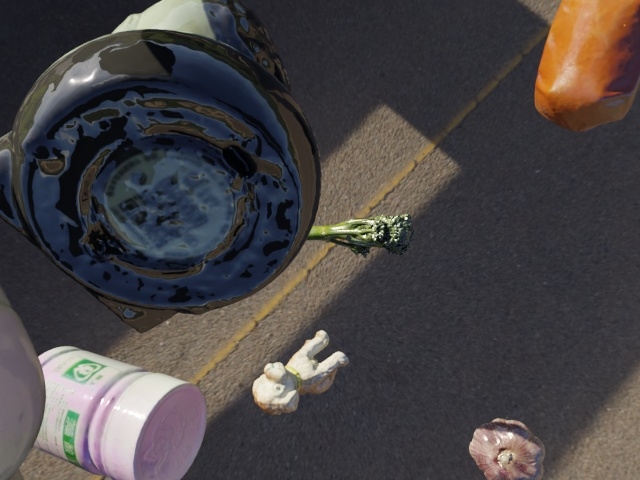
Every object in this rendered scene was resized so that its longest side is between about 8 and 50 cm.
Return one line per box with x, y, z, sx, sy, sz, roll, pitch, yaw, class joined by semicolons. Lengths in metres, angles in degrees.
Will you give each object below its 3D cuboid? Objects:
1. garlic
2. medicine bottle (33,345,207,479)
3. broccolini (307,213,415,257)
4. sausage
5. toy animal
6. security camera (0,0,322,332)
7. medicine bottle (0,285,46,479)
0.410;0.467;1.194;0.159;0.102;0.147;23;81;27;garlic
-0.414;0.342;1.065;0.325;0.212;0.212;9;81;23;medicine bottle
-0.003;0.003;1.009;0.392;0.079;0.074;-6;92;41;broccolini
0.415;-0.293;0.797;0.141;0.153;0.268;25;122;24;sausage
-0.058;0.286;1.050;0.104;0.184;0.185;40;44;15;toy animal
-0.108;-0.095;0.441;0.191;0.277;0.197;-29;124;11;security camera
-0.432;0.135;0.559;0.236;0.236;0.406;-39;71;-5;medicine bottle
